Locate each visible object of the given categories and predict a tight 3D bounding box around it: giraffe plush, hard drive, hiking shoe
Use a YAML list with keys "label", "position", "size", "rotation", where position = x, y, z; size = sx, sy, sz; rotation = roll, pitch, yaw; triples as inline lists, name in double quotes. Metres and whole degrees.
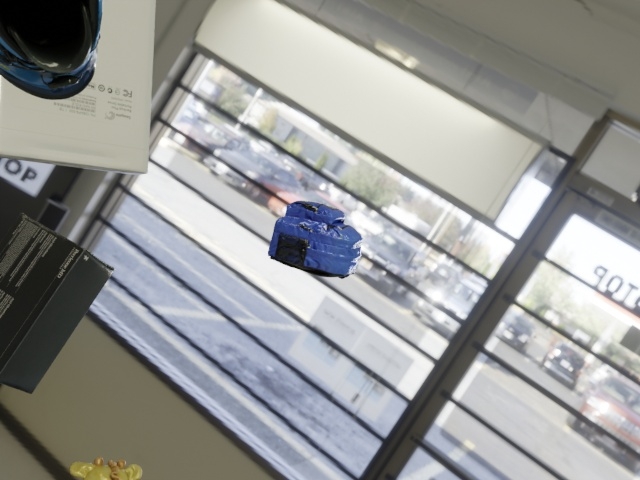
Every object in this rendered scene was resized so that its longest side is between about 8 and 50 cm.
- label: "giraffe plush"
  position: [-0.418, 0.505, 1.371]
  size: [0.181, 0.210, 0.171]
  rotation: [42, 25, -47]
- label: "hard drive"
  position: [-0.340, -0.279, 0.997]
  size: [0.233, 0.353, 0.047]
  rotation: [4, -3, -42]
- label: "hiking shoe"
  position: [-0.215, -0.164, 0.528]
  size: [0.304, 0.113, 0.132]
  rotation: [118, -50, -72]

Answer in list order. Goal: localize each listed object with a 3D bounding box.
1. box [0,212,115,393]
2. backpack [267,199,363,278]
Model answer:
- label: "box"
  position: [-0.523, 0.109, 1.295]
  size: [0.184, 0.261, 0.103]
  rotation: [24, -14, 30]
- label: "backpack"
  position: [0.000, 0.000, 1.033]
  size: [0.120, 0.101, 0.098]
  rotation: [19, 14, 18]
